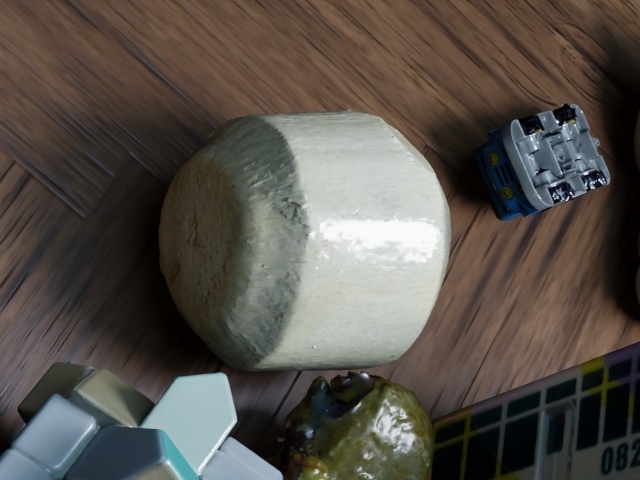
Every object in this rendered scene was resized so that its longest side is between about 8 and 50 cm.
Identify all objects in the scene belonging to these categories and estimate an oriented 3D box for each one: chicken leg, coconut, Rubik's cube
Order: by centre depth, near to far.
[{"bbox_3d":[-0.157,0.203,1.367,0.224,0.265,0.213,32,56,8],"label":"Rubik's cube"},{"bbox_3d":[-0.006,0.291,1.527,0.211,0.140,0.361,30,81,-38],"label":"chicken leg"},{"bbox_3d":[0.000,0.000,1.558,0.266,0.237,0.237,1,74,-28],"label":"coconut"}]

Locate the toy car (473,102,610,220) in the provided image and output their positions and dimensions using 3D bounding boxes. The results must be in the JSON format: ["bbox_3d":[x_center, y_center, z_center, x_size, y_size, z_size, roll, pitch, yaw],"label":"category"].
[{"bbox_3d":[0.225,-0.078,1.828,0.191,0.100,0.097,-18,84,-57],"label":"toy car"}]

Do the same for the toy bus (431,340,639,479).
[{"bbox_3d":[0.291,0.225,1.547,0.209,0.440,0.249,24,60,-25],"label":"toy bus"}]

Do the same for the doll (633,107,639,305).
[{"bbox_3d":[0.450,-0.046,1.899,0.215,0.226,0.370,2,59,-2],"label":"doll"}]
